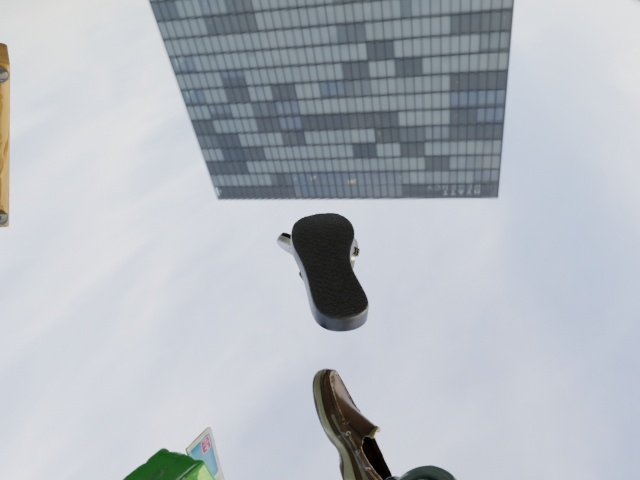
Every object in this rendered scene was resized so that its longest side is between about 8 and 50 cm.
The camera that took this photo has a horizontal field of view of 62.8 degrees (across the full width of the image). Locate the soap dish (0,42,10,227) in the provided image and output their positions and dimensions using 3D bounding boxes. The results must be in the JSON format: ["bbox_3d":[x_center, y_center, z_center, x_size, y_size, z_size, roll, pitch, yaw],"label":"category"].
[{"bbox_3d":[-0.548,-0.138,0.723,0.118,0.290,0.229,23,-160,37],"label":"soap dish"}]

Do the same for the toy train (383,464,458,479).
[{"bbox_3d":[0.125,0.346,0.449,0.190,0.142,0.334,-35,-151,-20],"label":"toy train"}]

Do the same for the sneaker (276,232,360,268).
[{"bbox_3d":[0.000,0.000,1.325,0.079,0.217,0.121,-7,-122,63],"label":"sneaker"}]

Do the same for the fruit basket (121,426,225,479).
[{"bbox_3d":[-0.235,0.538,0.831,0.166,0.352,0.327,-8,-168,35],"label":"fruit basket"}]

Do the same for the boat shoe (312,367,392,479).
[{"bbox_3d":[0.071,0.360,0.996,0.095,0.257,0.095,-22,179,26],"label":"boat shoe"}]

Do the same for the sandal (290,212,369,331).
[{"bbox_3d":[0.007,0.041,0.752,0.097,0.054,0.254,0,-144,-4],"label":"sandal"}]
